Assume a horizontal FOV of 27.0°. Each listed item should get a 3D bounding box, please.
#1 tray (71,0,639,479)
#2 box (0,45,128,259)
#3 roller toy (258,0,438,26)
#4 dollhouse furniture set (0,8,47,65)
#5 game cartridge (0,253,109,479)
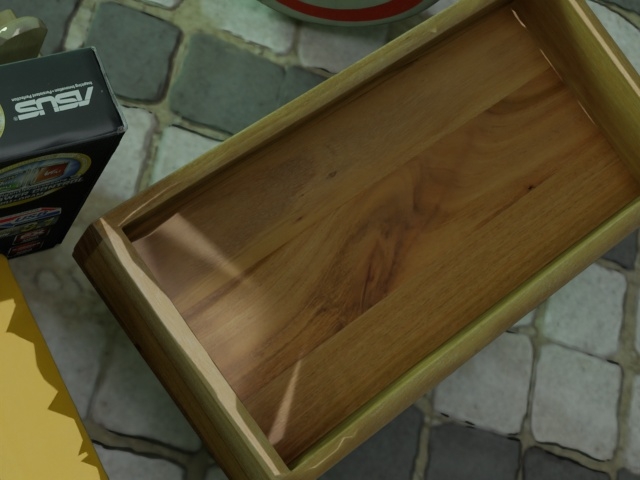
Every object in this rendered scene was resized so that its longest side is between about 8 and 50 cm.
[{"bbox_3d":[0.061,-0.020,0.907,0.411,0.076,0.202,-34,87,-27],"label":"tray"},{"bbox_3d":[-0.273,-0.021,0.810,0.270,0.216,0.060,-17,79,-27],"label":"box"},{"bbox_3d":[0.019,-0.272,1.028,0.209,0.191,0.146,43,47,-56],"label":"roller toy"},{"bbox_3d":[-0.389,-0.206,0.855,0.303,0.174,0.355,-30,85,-28],"label":"dollhouse furniture set"},{"bbox_3d":[-0.290,0.192,0.825,0.324,0.053,0.285,-22,81,-24],"label":"game cartridge"}]
